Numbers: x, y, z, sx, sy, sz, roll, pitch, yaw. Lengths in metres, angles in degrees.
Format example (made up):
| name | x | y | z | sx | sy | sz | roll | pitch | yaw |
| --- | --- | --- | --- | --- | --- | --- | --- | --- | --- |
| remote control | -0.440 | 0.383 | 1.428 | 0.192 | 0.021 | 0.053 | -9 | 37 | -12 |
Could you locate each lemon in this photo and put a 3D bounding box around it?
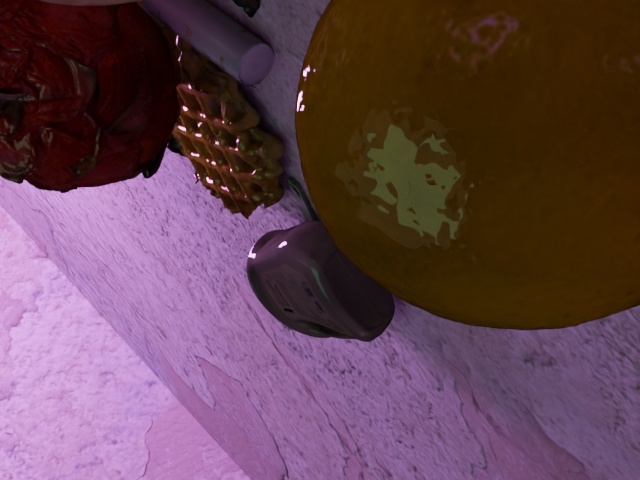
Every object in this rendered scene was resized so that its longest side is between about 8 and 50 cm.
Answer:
| name | x | y | z | sx | sy | sz | roll | pitch | yaw |
| --- | --- | --- | --- | --- | --- | --- | --- | --- | --- |
| lemon | 0.152 | -0.092 | 1.287 | 0.348 | 0.348 | 0.348 | 45 | 160 | 21 |

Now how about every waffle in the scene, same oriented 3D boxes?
| name | x | y | z | sx | sy | sz | roll | pitch | yaw |
| --- | --- | --- | --- | --- | --- | --- | --- | --- | --- |
| waffle | -0.159 | -0.169 | 2.311 | 0.312 | 0.060 | 0.307 | 53 | 159 | 3 |

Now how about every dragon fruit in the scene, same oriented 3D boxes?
| name | x | y | z | sx | sy | sz | roll | pitch | yaw |
| --- | --- | --- | --- | --- | --- | --- | --- | --- | --- |
| dragon fruit | -0.314 | -0.193 | 2.138 | 0.277 | 0.342 | 0.277 | 4 | 98 | 31 |

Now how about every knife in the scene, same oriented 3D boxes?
| name | x | y | z | sx | sy | sz | roll | pitch | yaw |
| --- | --- | --- | --- | --- | --- | --- | --- | --- | --- |
| knife | 0.000 | 0.000 | 2.309 | 0.030 | 0.014 | 0.207 | 24 | 145 | 55 |

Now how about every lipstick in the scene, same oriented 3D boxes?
| name | x | y | z | sx | sy | sz | roll | pitch | yaw |
| --- | --- | --- | --- | --- | --- | --- | --- | --- | --- |
| lipstick | -0.157 | -0.274 | 2.116 | 0.264 | 0.059 | 0.059 | 38 | 157 | 35 |

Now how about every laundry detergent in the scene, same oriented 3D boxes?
| name | x | y | z | sx | sy | sz | roll | pitch | yaw |
| --- | --- | --- | --- | --- | --- | --- | --- | --- | --- |
| laundry detergent | -0.015 | 0.058 | 2.287 | 0.181 | 0.091 | 0.253 | 55 | 155 | -18 |

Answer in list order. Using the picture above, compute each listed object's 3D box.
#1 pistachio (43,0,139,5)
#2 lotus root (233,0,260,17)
| name | x | y | z | sx | sy | sz | roll | pitch | yaw |
| --- | --- | --- | --- | --- | --- | --- | --- | --- | --- |
| pistachio | -0.248 | -0.350 | 1.847 | 0.187 | 0.299 | 0.188 | 14 | 106 | 56 |
| lotus root | -0.093 | -0.298 | 1.929 | 0.099 | 0.049 | 0.054 | 59 | -179 | -20 |
